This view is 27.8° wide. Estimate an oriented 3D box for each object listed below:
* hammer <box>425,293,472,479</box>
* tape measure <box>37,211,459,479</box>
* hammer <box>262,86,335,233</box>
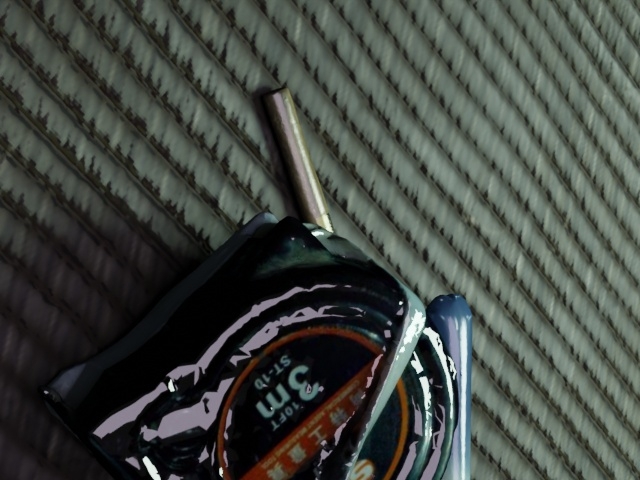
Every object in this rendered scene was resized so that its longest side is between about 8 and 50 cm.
[{"bbox_3d":[0.078,0.128,0.781,0.116,0.069,0.193,-2,92,-35],"label":"hammer"},{"bbox_3d":[-0.022,0.090,0.678,0.182,0.107,0.181,-39,114,-17],"label":"tape measure"},{"bbox_3d":[0.000,0.000,0.749,0.062,0.017,0.182,-29,107,-32],"label":"hammer"}]
